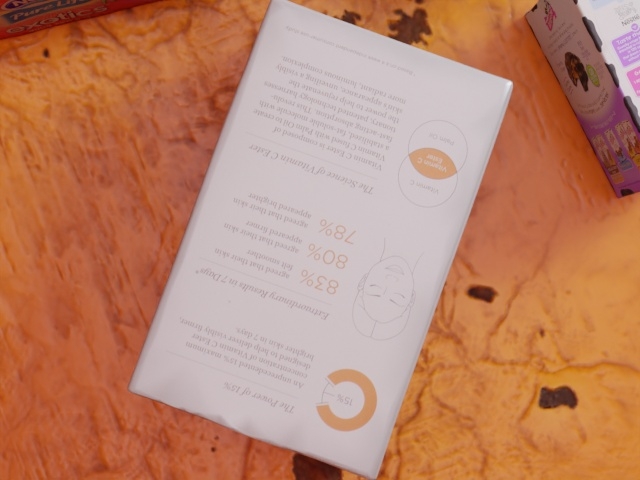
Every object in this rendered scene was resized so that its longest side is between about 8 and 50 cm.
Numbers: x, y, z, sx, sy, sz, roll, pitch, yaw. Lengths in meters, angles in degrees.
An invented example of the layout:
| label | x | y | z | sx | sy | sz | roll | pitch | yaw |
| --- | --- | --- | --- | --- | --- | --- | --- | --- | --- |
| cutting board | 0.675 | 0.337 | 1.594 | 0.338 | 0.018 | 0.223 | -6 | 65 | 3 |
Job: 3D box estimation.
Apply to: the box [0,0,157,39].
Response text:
| label | x | y | z | sx | sy | sz | roll | pitch | yaw |
| --- | --- | --- | --- | --- | --- | --- | --- | --- | --- |
| box | -0.257 | -0.275 | 1.114 | 0.300 | 0.142 | 0.154 | -13 | 87 | -1 |

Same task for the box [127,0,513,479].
| label | x | y | z | sx | sy | sz | roll | pitch | yaw |
| --- | --- | --- | --- | --- | --- | --- | --- | --- | --- |
| box | 0.000 | 0.000 | 1.096 | 0.215 | 0.168 | 0.345 | 20 | 87 | 0 |

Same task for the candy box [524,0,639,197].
| label | x | y | z | sx | sy | sz | roll | pitch | yaw |
| --- | --- | --- | --- | --- | --- | --- | --- | --- | --- |
| candy box | 0.264 | -0.143 | 1.105 | 0.070 | 0.165 | 0.196 | -26 | 89 | -2 |
